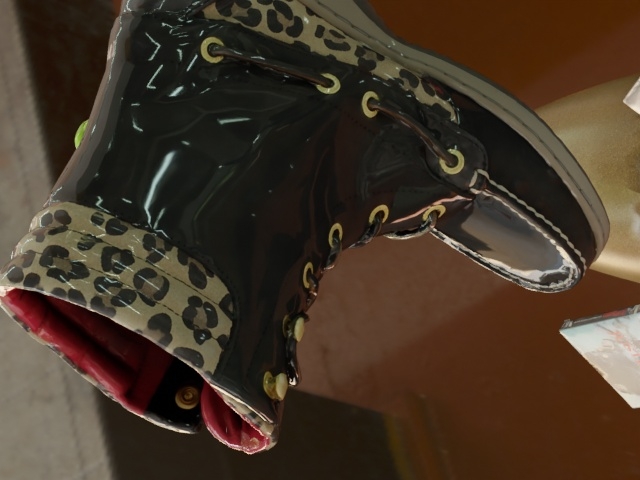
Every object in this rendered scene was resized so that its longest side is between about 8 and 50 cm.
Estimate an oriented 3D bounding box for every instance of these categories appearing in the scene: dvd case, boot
[{"bbox_3d":[0.232,0.084,1.027,0.013,0.087,0.119,-48,9,-23],"label":"dvd case"},{"bbox_3d":[0.000,0.000,0.886,0.138,0.377,0.284,-19,41,52],"label":"boot"}]

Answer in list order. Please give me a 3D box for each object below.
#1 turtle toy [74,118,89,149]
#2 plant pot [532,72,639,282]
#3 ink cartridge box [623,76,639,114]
[{"bbox_3d":[-0.178,-0.052,1.295,0.130,0.095,0.066,56,157,-1],"label":"turtle toy"},{"bbox_3d":[0.299,-0.068,1.525,0.254,0.237,0.237,3,78,44],"label":"plant pot"},{"bbox_3d":[0.353,-0.155,0.956,0.171,0.168,0.233,36,72,6],"label":"ink cartridge box"}]
